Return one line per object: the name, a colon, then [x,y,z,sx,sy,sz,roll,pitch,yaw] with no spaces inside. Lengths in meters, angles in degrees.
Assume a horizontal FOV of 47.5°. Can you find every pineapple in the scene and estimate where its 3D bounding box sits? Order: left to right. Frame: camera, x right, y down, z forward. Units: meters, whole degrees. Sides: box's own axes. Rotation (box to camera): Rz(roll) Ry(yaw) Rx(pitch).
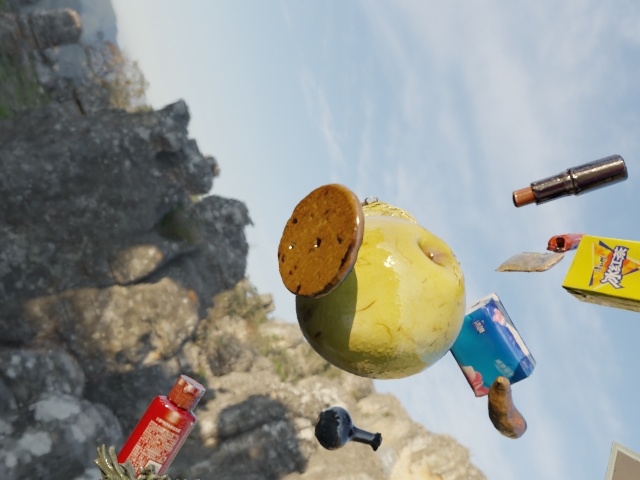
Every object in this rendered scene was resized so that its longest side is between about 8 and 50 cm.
pineapple: [-0.318,0.516,1.427,0.340,0.169,0.169,26,-21,8]

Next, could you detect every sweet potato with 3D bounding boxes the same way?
sweet potato: [0.537,0.497,2.123,0.292,0.097,0.097,60,-1,-40]

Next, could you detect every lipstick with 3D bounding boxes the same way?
lipstick: [0.654,-0.151,1.920,0.081,0.299,0.081,-16,90,-79]

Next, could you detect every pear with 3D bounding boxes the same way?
pear: [0.122,0.112,1.465,0.348,0.348,0.348,161,-90,-80]

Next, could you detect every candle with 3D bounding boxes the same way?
candle: [0.635,0.004,1.855,0.051,0.329,0.048,20,-78,29]

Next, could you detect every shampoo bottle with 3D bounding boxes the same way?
shampoo bottle: [-0.384,0.466,1.706,0.118,0.314,0.076,32,-3,-6]

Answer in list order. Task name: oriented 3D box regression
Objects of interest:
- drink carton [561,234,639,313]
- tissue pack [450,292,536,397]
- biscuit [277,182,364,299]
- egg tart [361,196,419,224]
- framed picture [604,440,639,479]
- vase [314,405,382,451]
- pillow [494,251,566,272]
drink carton: [0.759,0.090,1.700,0.111,0.155,0.351,34,-14,-34]
tissue pack: [0.516,0.327,2.262,0.270,0.209,0.137,61,22,-1]
biscuit: [0.000,0.000,1.266,0.036,0.212,0.212,22,27,-39]
egg tart: [0.124,0.014,1.779,0.291,0.290,0.107,67,7,23]
framed picture: [0.462,0.394,1.029,0.142,0.183,0.011,27,-39,7]
vase: [0.079,0.522,1.978,0.120,0.182,0.120,-163,-90,-85]
pillow: [0.662,0.067,2.291,0.211,0.135,0.034,-6,-72,55]
